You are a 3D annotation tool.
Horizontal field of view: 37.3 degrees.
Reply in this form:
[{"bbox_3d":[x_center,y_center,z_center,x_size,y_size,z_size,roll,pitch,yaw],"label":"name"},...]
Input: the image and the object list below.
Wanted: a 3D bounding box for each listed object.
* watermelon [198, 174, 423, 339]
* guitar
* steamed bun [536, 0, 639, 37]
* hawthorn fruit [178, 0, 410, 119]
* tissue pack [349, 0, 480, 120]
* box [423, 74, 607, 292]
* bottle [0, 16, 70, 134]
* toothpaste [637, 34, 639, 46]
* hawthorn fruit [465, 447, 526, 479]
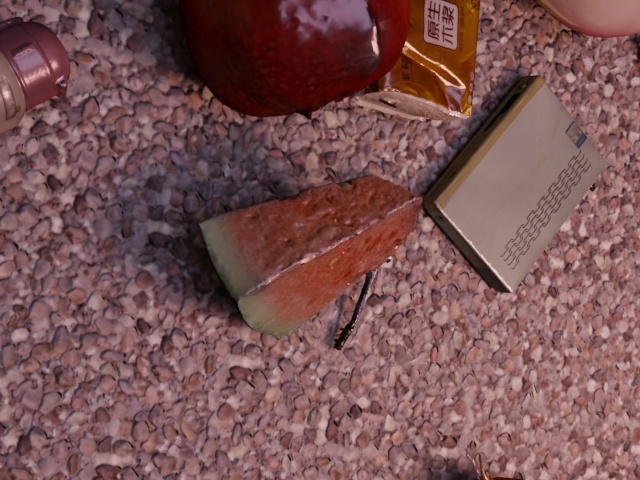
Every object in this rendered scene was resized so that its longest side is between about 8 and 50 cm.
[{"bbox_3d":[0.000,0.000,1.150,0.256,0.193,0.140,-27,74,-2],"label":"watermelon"},{"bbox_3d":[0.063,0.035,1.256,0.025,0.088,0.233,22,90,-27],"label":"guitar"},{"bbox_3d":[0.407,-0.412,1.331,0.309,0.309,0.309,0,91,-28],"label":"steamed bun"},{"bbox_3d":[-0.044,-0.294,1.091,0.265,0.265,0.307,-28,101,-24],"label":"hawthorn fruit"},{"bbox_3d":[0.127,-0.281,1.260,0.183,0.092,0.226,7,84,-38],"label":"tissue pack"},{"bbox_3d":[0.289,-0.080,1.381,0.211,0.045,0.270,46,71,-21],"label":"box"},{"bbox_3d":[-0.376,-0.153,0.997,0.233,0.110,0.110,-34,106,-23],"label":"bottle"},{"bbox_3d":[0.595,-0.253,1.540,0.248,0.047,0.078,37,76,-25],"label":"toothpaste"},{"bbox_3d":[0.254,0.416,1.290,0.211,0.211,0.299,-23,91,-25],"label":"hawthorn fruit"}]
